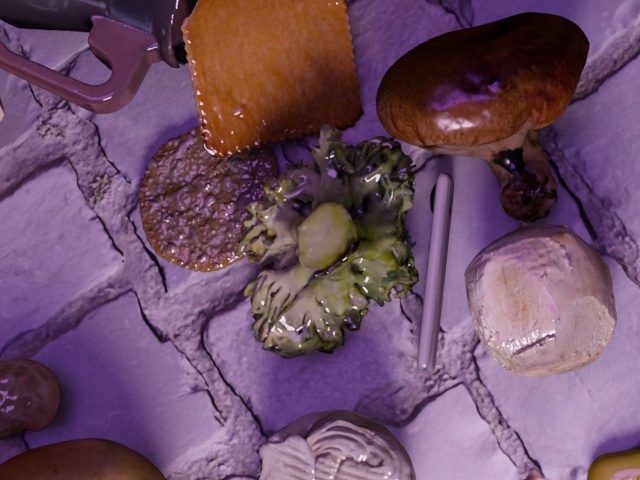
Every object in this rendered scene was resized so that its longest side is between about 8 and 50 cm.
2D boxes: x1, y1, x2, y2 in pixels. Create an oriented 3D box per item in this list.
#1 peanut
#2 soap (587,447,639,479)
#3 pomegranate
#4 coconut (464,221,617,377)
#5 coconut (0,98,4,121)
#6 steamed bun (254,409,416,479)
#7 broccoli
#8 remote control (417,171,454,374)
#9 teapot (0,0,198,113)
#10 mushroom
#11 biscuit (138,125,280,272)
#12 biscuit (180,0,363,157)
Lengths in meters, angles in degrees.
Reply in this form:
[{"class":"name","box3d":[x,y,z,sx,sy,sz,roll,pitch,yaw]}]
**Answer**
[{"class":"peanut","box3d":[-0.494,0.197,1.606,0.298,0.120,0.136,13,85,14]},{"class":"soap","box3d":[0.391,0.292,1.394,0.140,0.045,0.089,-13,70,11]},{"class":"pomegranate","box3d":[-0.306,0.387,1.407,0.319,0.319,0.319,-3,76,14]},{"class":"coconut","box3d":[0.264,0.065,1.412,0.194,0.194,0.194,-3,76,14]},{"class":"coconut","box3d":[-0.576,-0.205,1.665,0.233,0.245,0.233,-16,40,14]},{"class":"steamed bun","box3d":[0.028,0.301,1.438,0.211,0.144,0.218,13,111,25]},{"class":"broccoli","box3d":[0.000,0.000,1.458,0.248,0.245,0.288,-2,81,9]},{"class":"remote control","box3d":[0.146,0.042,1.505,0.029,0.067,0.261,5,78,11]},{"class":"teapot","box3d":[-0.304,-0.373,1.604,0.362,0.305,0.376,22,74,12]},{"class":"mushroom","box3d":[0.197,-0.177,1.487,0.267,0.267,0.254,21,113,18]},{"class":"biscuit","box3d":[-0.156,-0.062,1.627,0.220,0.033,0.220,-4,74,13]},{"class":"biscuit","box3d":[-0.064,-0.244,1.554,0.232,0.013,0.237,-14,108,-13]}]
